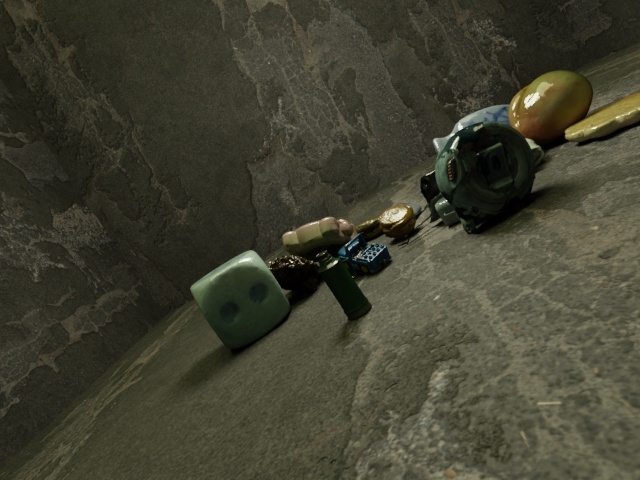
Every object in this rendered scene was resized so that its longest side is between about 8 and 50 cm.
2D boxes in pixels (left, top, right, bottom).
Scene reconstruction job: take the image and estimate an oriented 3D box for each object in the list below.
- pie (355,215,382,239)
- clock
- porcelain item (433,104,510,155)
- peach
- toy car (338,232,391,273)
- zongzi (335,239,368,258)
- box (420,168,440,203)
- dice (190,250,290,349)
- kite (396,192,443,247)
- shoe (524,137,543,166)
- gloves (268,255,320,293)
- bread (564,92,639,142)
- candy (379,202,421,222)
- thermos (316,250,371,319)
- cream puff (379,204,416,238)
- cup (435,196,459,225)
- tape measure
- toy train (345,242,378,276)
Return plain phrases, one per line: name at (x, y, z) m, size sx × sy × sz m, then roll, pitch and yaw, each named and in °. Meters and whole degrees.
pie at (0.235, -0.061, 1.949) m, size 0.163 × 0.078 × 0.194 m, roll -32°, pitch 3°, yaw -42°
clock at (0.000, 0.000, 1.820) m, size 0.284 × 0.114 × 0.309 m, roll -19°, pitch -19°, yaw 16°
porcelain item at (0.716, -0.448, 1.929) m, size 0.406 × 0.242 × 0.178 m, roll -24°, pitch -26°, yaw 13°
peach at (0.857, -0.488, 1.653) m, size 0.292 × 0.248 × 0.292 m, roll -55°, pitch 11°, yaw 16°
toy car at (0.137, 0.039, 1.463) m, size 0.191 × 0.100 × 0.097 m, roll 10°, pitch 42°, yaw 48°
zongzi at (0.119, 0.061, 1.804) m, size 0.154 × 0.062 × 0.130 m, roll -46°, pitch -20°, yaw 21°
box at (0.556, -0.270, 1.714) m, size 0.351 × 0.090 × 0.359 m, roll -30°, pitch -9°, yaw 9°
dice at (-0.282, 0.205, 1.562) m, size 0.263 × 0.264 × 0.268 m, roll -33°, pitch 7°, yaw -12°
kite at (0.373, -0.100, 1.488) m, size 0.310 × 0.169 × 0.015 m, roll -35°, pitch 51°, yaw -11°
shoe at (0.728, -0.295, 1.535) m, size 0.110 × 0.095 × 0.265 m, roll 3°, pitch 27°, yaw 44°
gloves at (-0.096, 0.131, 1.711) m, size 0.211 × 0.135 × 0.312 m, roll 6°, pitch -7°, yaw 17°
bread at (0.947, -0.398, 1.411) m, size 0.316 × 0.054 × 0.316 m, roll -30°, pitch 8°, yaw 5°
candy at (0.335, -0.110, 1.831) m, size 0.138 × 0.071 × 0.174 m, roll -1°, pitch 22°, yaw 29°
thermos at (0.058, 0.108, 1.141) m, size 0.083 × 0.187 × 0.073 m, roll -32°, pitch 8°, yaw 7°
cream puff at (0.290, -0.066, 1.638) m, size 0.144 × 0.103 × 0.126 m, roll -6°, pitch 45°, yaw 36°
cup at (0.441, -0.108, 1.392) m, size 0.130 × 0.095 × 0.128 m, roll -29°, pitch 10°, yaw 37°
tape measure at (0.461, -0.191, 1.224) m, size 0.256 × 0.274 × 0.147 m, roll -28°, pitch 3°, yaw -7°
toy train at (0.153, 0.068, 1.561) m, size 0.209 × 0.044 × 0.042 m, roll -36°, pitch 9°, yaw -31°
